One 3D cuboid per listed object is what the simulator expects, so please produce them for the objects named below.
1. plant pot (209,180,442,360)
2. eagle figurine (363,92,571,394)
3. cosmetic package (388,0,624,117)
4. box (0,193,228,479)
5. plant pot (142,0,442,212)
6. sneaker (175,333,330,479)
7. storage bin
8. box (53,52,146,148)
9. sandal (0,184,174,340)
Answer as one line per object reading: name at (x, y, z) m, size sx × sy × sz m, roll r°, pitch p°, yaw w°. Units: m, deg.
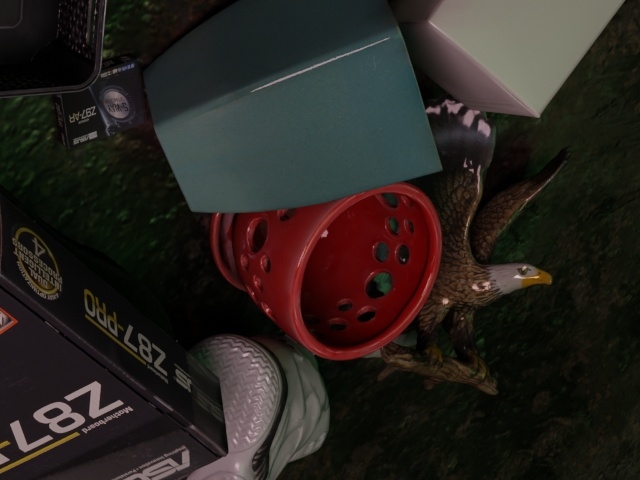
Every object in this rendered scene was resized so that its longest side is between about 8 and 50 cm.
plant pot at (0.000, 0.000, 1.550) m, size 0.191 × 0.174 × 0.191 m, roll -18°, pitch 122°, yaw -30°
eagle figurine at (0.156, 0.013, 1.712) m, size 0.226 × 0.225 × 0.298 m, roll 94°, pitch 2°, yaw -77°
cosmetic package at (0.232, -0.311, 1.533) m, size 0.155 × 0.197 × 0.365 m, roll 37°, pitch 88°, yaw -16°
box at (-0.326, 0.151, 1.294) m, size 0.395 × 0.097 × 0.318 m, roll -25°, pitch 139°, yaw 17°
plant pot at (-0.035, -0.131, 1.436) m, size 0.234 × 0.165 × 0.165 m, roll -19°, pitch 130°, yaw 1°
sneaker at (-0.097, 0.249, 1.586) m, size 0.210 × 0.137 × 0.366 m, roll -17°, pitch 131°, yaw -64°
storage bin at (-0.276, -0.188, 1.287) m, size 0.180 × 0.084 × 0.122 m, roll -10°, pitch 119°, yaw -36°
box at (-0.203, -0.128, 1.425) m, size 0.083 × 0.018 × 0.067 m, roll -22°, pitch 125°, yaw -29°
sandal at (-0.269, 0.047, 1.393) m, size 0.167 × 0.107 × 0.446 m, roll -47°, pitch 139°, yaw -11°
